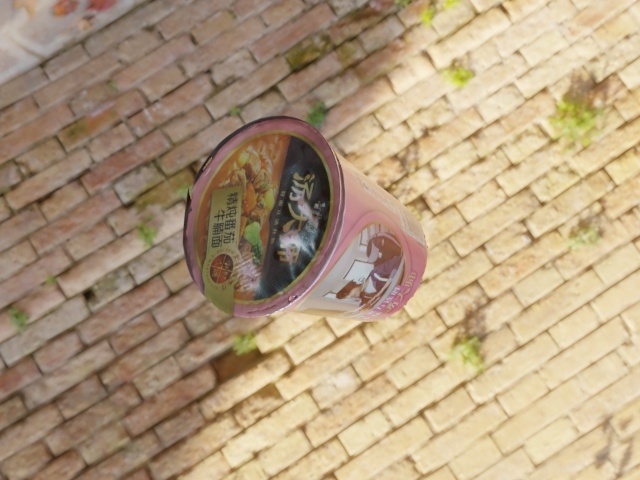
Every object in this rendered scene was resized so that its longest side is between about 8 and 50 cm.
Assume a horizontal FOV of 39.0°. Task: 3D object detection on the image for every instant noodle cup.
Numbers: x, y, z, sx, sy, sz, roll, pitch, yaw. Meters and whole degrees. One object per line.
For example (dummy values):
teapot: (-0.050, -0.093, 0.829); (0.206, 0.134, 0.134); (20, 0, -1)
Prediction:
instant noodle cup: (0.000, 0.000, 1.092); (0.244, 0.244, 0.255); (-38, 147, 21)
